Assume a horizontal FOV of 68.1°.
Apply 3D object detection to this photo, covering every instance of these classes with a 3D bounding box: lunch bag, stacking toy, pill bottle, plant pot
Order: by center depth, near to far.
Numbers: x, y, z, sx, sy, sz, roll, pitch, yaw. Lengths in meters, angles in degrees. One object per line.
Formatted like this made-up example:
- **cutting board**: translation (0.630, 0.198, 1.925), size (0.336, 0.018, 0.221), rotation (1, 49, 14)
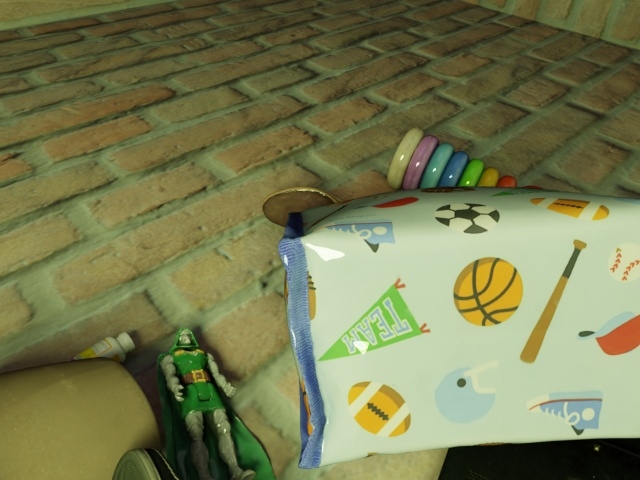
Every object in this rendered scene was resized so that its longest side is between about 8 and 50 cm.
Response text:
- **plant pot**: translation (-0.297, 0.225, 0.465), size (0.263, 0.263, 0.229), rotation (30, 30, 27)
- **lunch bag**: translation (0.124, 0.055, 0.532), size (0.327, 0.239, 0.385), rotation (-3, 11, -4)
- **pill bottle**: translation (-0.305, 0.164, 0.662), size (0.043, 0.043, 0.083), rotation (33, 48, 29)
- **stacking toy**: translation (0.312, -0.111, 0.981), size (0.330, 0.141, 0.141), rotation (27, 45, 15)

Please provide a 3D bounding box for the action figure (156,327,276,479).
- **action figure**: translation (-0.153, 0.204, 0.601), size (0.137, 0.063, 0.232), rotation (9, 33, -38)

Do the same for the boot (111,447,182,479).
- **boot**: translation (-0.077, 0.288, 0.445), size (0.178, 0.085, 0.236), rotation (4, 40, -55)

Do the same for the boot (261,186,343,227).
- **boot**: translation (0.000, 0.000, 0.838), size (0.248, 0.090, 0.207), rotation (10, 39, 2)

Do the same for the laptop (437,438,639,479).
- **laptop**: translation (0.342, 0.306, 0.487), size (0.382, 0.236, 0.408), rotation (12, 67, 37)
